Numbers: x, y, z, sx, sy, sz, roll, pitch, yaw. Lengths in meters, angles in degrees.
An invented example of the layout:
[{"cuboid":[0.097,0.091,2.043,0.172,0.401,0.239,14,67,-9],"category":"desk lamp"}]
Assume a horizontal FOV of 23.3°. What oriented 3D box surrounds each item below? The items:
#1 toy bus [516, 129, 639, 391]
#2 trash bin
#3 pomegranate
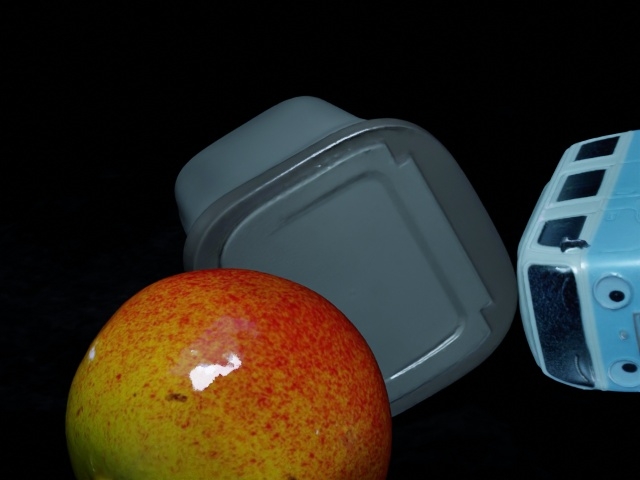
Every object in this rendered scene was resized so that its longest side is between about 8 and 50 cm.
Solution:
[{"cuboid":[0.246,0.012,1.249,0.164,0.133,0.271,-4,25,22],"category":"toy bus"},{"cuboid":[0.000,0.000,1.258,0.219,0.220,0.250,-31,22,-4],"category":"trash bin"},{"cuboid":[-0.069,0.139,1.027,0.221,0.221,0.257,15,52,39],"category":"pomegranate"}]
